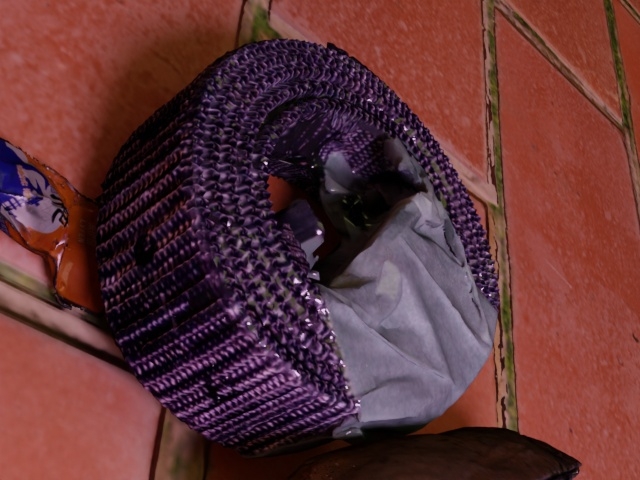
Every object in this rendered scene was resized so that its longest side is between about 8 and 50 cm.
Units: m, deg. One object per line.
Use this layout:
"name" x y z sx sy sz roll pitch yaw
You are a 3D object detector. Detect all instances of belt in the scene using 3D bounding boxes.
"belt" 0.000 0.000 0.608 0.260 0.122 0.325 57 31 -3

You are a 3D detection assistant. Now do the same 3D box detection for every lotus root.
"lotus root" 0.058 0.158 0.567 0.329 0.167 0.078 5 49 -56

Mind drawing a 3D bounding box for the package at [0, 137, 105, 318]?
"package" -0.151 -0.010 0.516 0.111 0.033 0.077 48 15 -45
